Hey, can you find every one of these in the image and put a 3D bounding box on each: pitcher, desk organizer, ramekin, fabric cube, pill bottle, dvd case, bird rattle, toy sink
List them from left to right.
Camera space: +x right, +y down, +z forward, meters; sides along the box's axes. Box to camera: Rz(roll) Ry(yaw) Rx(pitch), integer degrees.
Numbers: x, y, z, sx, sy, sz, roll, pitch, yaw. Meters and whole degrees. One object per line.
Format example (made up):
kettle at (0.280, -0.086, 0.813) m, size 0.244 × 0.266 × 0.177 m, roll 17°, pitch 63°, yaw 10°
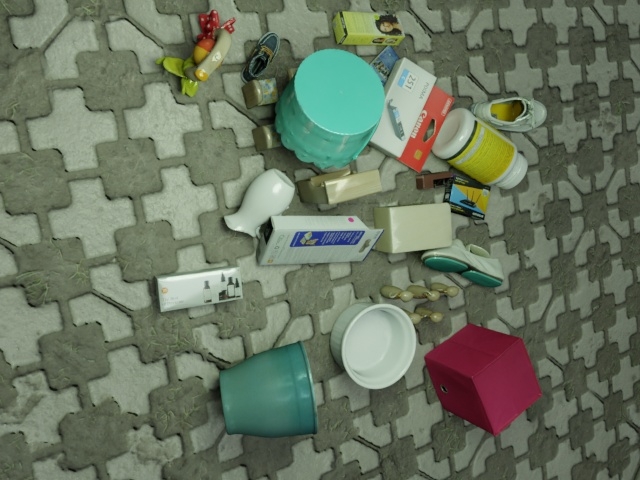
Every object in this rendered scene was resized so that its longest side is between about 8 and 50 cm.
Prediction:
bird rattle at (-0.304, -0.508, 1.404) m, size 0.253 × 0.207 × 0.143 m, roll -47°, pitch 129°, yaw -6°
pitcher at (-0.155, -0.097, 1.522) m, size 0.177 × 0.125 × 0.207 m, roll 31°, pitch 109°, yaw -39°
ramekin at (0.166, 0.336, 1.709) m, size 0.277 × 0.135 × 0.278 m, roll -2°, pitch 96°, yaw -25°
dvd case at (0.206, -0.510, 1.741) m, size 0.253 × 0.022 × 0.180 m, roll -49°, pitch 112°, yaw -16°
toy sink at (0.312, -0.047, 1.762) m, size 0.234 × 0.131 × 0.153 m, roll -7°, pitch 96°, yaw -20°
desk organizer at (0.406, -0.216, 1.843) m, size 0.130 × 0.047 × 0.050 m, roll -11°, pitch 100°, yaw -25°
pill bottle at (0.573, -0.314, 1.839) m, size 0.333 × 0.188 × 0.188 m, roll 25°, pitch 82°, yaw -24°
fabric cube at (0.580, 0.489, 1.854) m, size 0.259 × 0.258 × 0.254 m, roll -29°, pitch 106°, yaw -21°

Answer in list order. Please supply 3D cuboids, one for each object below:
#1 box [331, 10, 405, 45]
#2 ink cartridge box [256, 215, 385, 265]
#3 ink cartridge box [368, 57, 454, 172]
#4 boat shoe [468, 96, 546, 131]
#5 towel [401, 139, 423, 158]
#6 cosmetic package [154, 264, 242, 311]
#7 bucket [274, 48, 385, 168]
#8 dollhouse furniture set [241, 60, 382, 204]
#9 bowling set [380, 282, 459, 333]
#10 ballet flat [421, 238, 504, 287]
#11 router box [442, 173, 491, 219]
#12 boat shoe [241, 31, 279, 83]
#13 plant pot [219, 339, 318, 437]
box at (0.158, -0.689, 1.676) m, size 0.232 × 0.058 × 0.088 m, roll -10°, pitch 81°, yaw -24°
ink cartridge box at (0.000, 0.000, 1.590) m, size 0.370 × 0.176 × 0.069 m, roll 1°, pitch 52°, yaw -25°
ink cartridge box at (0.310, -0.413, 1.731) m, size 0.261 × 0.066 × 0.296 m, roll 25°, pitch 90°, yaw -21°
boat shoe at (0.744, -0.484, 1.928) m, size 0.366 × 0.156 × 0.136 m, roll -3°, pitch 95°, yaw -25°
towel at (0.324, -0.398, 1.792) m, size 0.102 × 0.021 × 0.237 m, roll 0°, pitch 99°, yaw -28°
cosmetic package at (-0.350, 0.136, 1.490) m, size 0.238 × 0.060 × 0.099 m, roll -8°, pitch 96°, yaw -25°
bucket at (0.028, -0.347, 1.354) m, size 0.281 × 0.183 × 0.281 m, roll 4°, pitch 74°, yaw -16°
dollhouse furniture set at (0.011, -0.318, 1.518) m, size 0.361 × 0.256 × 0.395 m, roll -16°, pitch 102°, yaw -21°
bowling set at (0.355, 0.249, 1.786) m, size 0.286 × 0.154 × 0.200 m, roll -4°, pitch 95°, yaw -25°
ballet flat at (0.519, 0.067, 1.885) m, size 0.400 × 0.139 × 0.139 m, roll 19°, pitch 85°, yaw -30°
router box at (0.541, -0.158, 1.911) m, size 0.178 × 0.046 × 0.133 m, roll 13°, pitch 87°, yaw -26°
boat shoe at (-0.165, -0.547, 1.524) m, size 0.065 × 0.083 × 0.183 m, roll 33°, pitch 79°, yaw -24°
plant pot at (-0.160, 0.448, 1.504) m, size 0.255 × 0.271 × 0.272 m, roll -7°, pitch 97°, yaw -10°
